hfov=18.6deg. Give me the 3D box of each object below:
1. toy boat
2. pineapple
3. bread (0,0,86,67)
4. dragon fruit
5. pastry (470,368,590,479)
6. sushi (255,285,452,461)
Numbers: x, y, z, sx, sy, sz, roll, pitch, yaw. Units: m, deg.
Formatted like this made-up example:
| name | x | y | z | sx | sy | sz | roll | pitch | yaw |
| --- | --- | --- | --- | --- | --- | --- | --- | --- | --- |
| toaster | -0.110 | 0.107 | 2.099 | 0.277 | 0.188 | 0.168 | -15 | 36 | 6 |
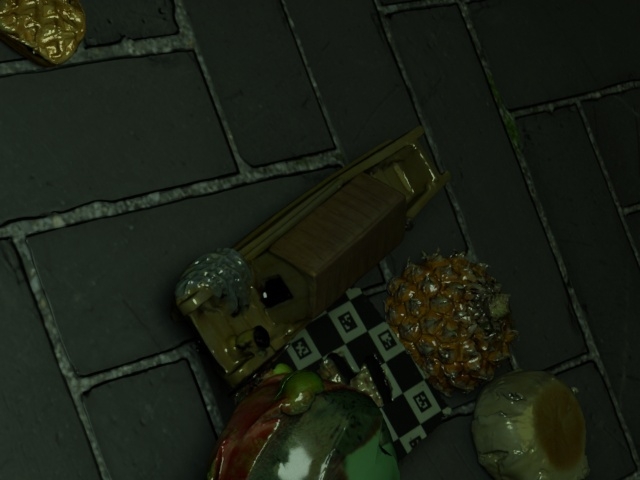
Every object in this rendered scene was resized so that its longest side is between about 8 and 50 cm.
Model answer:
| name | x | y | z | sx | sy | sz | roll | pitch | yaw |
| --- | --- | --- | --- | --- | --- | --- | --- | --- | --- |
| toy boat | 0.000 | 0.000 | 2.117 | 0.136 | 0.162 | 0.445 | 56 | 43 | -6 |
| pineapple | 0.174 | 0.085 | 2.268 | 0.161 | 0.137 | 0.176 | -22 | 90 | -47 |
| bread | -0.289 | -0.228 | 1.994 | 0.110 | 0.044 | 0.083 | 35 | 94 | -32 |
| dragon fruit | -0.018 | 0.251 | 1.951 | 0.295 | 0.130 | 0.268 | -54 | 132 | -34 |
| pastry | 0.251 | 0.228 | 2.313 | 0.166 | 0.088 | 0.166 | 13 | 71 | -42 |
| sushi | 0.026 | 0.174 | 2.154 | 0.193 | 0.040 | 0.210 | 54 | 46 | -4 |
